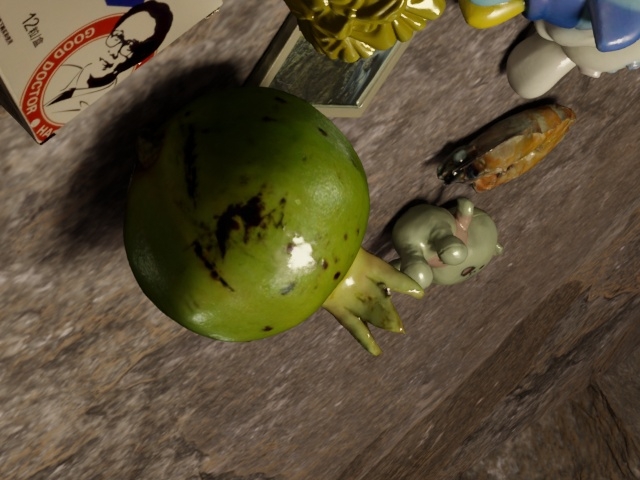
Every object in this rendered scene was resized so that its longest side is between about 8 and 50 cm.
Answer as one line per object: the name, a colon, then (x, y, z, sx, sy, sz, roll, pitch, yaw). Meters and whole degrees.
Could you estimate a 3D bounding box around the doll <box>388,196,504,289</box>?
doll: (0.182, 0.001, 2.242, 0.155, 0.113, 0.275, -42, 166, 18)

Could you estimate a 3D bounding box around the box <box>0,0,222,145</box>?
box: (-0.203, -0.239, 1.238, 0.214, 0.069, 0.353, -39, 158, -11)

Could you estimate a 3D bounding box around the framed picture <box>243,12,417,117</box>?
framed picture: (0.058, -0.263, 1.685, 0.240, 0.020, 0.324, -4, 135, -56)

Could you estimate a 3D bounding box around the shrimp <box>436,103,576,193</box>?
shrimp: (0.252, -0.113, 2.214, 0.317, 0.062, 0.164, -24, 153, -44)

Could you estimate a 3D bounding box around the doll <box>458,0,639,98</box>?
doll: (0.350, -0.284, 1.858, 0.376, 0.187, 0.365, -38, 156, 20)

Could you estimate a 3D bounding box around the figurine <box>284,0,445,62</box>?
figurine: (-0.017, -0.296, 1.379, 0.187, 0.168, 0.315, -11, 160, 27)

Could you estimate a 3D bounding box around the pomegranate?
pomegranate: (-0.050, -0.006, 1.591, 0.260, 0.341, 0.260, -55, -170, 14)
